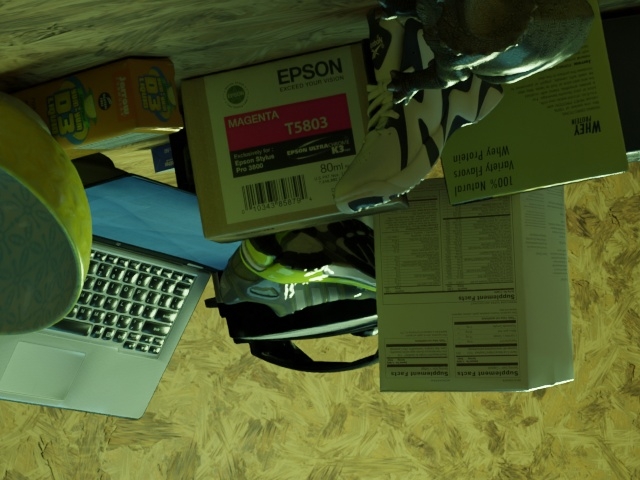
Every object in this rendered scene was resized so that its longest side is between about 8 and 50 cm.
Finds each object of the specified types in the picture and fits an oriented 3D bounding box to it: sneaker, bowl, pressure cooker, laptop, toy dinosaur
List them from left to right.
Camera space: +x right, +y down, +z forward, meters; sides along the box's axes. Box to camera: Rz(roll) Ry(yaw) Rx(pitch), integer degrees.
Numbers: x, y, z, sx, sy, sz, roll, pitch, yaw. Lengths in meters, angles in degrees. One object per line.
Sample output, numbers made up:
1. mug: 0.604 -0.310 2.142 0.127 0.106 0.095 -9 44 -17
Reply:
1. bowl: -0.341 -0.056 1.312 0.289 0.289 0.156 -11 -139 30
2. laptop: -0.248 0.093 1.778 0.382 0.408 0.236 18 -168 -45
3. sneaker: -0.010 0.040 1.736 0.300 0.111 0.121 12 136 -43
4. pressure cooker: 0.005 -0.001 2.127 0.376 0.420 0.370 -10 180 -17
5. sneaker: 0.067 -0.143 1.322 0.235 0.153 0.094 -41 -165 -23
6. toy dinosaur: 0.153 -0.173 1.112 0.160 0.121 0.313 0 178 42

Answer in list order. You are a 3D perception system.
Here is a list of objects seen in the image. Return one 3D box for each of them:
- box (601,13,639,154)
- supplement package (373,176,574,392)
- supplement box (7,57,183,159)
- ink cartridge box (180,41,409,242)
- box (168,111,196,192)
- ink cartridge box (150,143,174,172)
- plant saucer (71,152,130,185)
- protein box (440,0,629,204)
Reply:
1. box: 0.334 -0.184 1.786 0.296 0.182 0.294 -9 180 -9
2. supplement package: 0.196 0.055 1.709 0.198 0.262 0.199 -4 177 26
3. supplement box: -0.258 -0.128 1.401 0.233 0.078 0.080 -12 176 30
4. ink cartridge box: -0.030 -0.111 1.556 0.235 0.193 0.088 -11 175 10
5. box: -0.071 -0.107 1.830 0.261 0.184 0.103 -12 180 36
6. ink cartridge box: -0.181 -0.154 2.333 0.207 0.046 0.097 -11 -179 -44
7. plant saucer: -0.392 -0.063 1.860 0.400 0.100 0.400 0 169 0
8. protein box: 0.225 -0.155 1.516 0.200 0.201 0.136 -11 179 7
